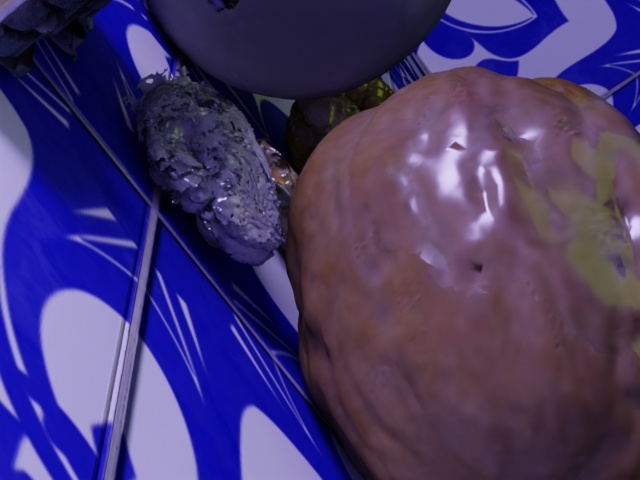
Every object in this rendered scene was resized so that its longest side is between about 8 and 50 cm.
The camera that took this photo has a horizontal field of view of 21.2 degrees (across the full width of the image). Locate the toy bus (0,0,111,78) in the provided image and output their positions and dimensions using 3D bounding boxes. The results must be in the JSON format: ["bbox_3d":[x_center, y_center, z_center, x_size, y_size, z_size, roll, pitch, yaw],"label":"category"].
[{"bbox_3d":[-0.180,-0.192,1.096,0.138,0.097,0.342,53,10,-5],"label":"toy bus"}]

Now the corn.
[{"bbox_3d":[0.055,-0.082,1.734,0.130,0.130,0.347,60,9,20],"label":"corn"}]

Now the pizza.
[{"bbox_3d":[0.000,0.000,1.422,0.195,0.052,0.185,49,3,13],"label":"pizza"}]

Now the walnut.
[{"bbox_3d":[0.132,0.054,1.207,0.306,0.306,0.344,40,31,-55],"label":"walnut"}]

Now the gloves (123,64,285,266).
[{"bbox_3d":[-0.077,-0.052,1.199,0.114,0.070,0.153,44,18,-49],"label":"gloves"}]

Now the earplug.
[{"bbox_3d":[-0.017,-0.323,1.542,0.312,0.313,0.394,47,34,-39],"label":"earplug"}]

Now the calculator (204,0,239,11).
[{"bbox_3d":[-0.150,-0.255,1.124,0.274,0.028,0.165,45,9,-8],"label":"calculator"}]
